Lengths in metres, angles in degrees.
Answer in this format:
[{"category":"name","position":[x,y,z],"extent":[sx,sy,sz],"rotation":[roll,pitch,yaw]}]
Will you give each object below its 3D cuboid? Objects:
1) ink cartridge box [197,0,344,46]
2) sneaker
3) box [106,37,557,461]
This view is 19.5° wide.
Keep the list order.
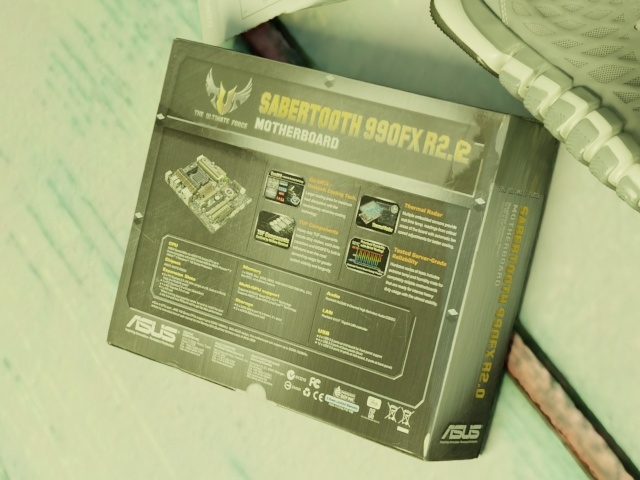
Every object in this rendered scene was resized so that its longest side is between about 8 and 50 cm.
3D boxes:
[{"category":"ink cartridge box","position":[0.009,-0.225,1.042],"extent":[0.232,0.066,0.189],"rotation":[-21,74,54]},{"category":"sneaker","position":[0.165,-0.092,0.889],"extent":[0.228,0.086,0.132],"rotation":[45,102,23]},{"category":"box","position":[0.000,0.000,1.013],"extent":[0.231,0.056,0.183],"rotation":[16,95,35]}]
